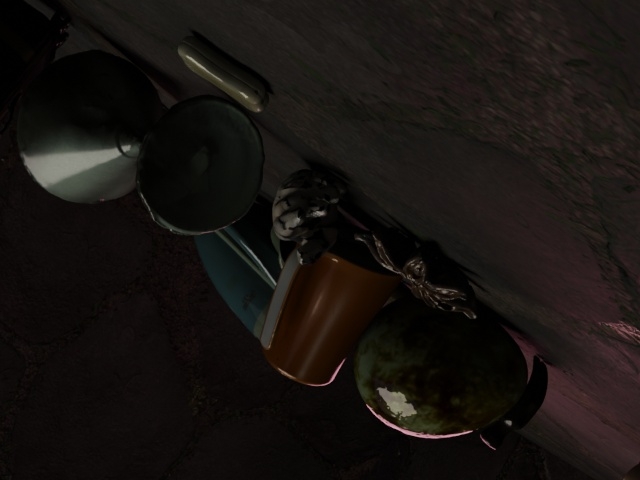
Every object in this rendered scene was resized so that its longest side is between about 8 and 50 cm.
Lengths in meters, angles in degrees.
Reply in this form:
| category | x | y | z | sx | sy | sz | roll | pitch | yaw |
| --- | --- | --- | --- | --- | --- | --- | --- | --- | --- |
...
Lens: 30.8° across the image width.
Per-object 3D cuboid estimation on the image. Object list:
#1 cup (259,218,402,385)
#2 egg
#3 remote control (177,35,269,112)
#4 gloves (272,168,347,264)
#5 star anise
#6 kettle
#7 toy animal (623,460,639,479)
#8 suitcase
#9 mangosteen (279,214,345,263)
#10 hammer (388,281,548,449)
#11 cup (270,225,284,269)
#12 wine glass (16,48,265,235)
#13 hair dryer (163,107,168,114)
| category | x | y | z | sx | sy | sz | roll | pitch | yaw |
| --- | --- | --- | --- | --- | --- | --- | --- | --- | --- |
| cup | 0.000 | 0.094 | 1.863 | 0.182 | 0.264 | 0.226 | 39 | -158 | 34 |
| egg | 0.197 | 0.210 | 1.920 | 0.289 | 0.238 | 0.238 | 11 | 167 | 17 |
| remote control | -0.116 | -0.201 | 1.403 | 0.122 | 0.032 | 0.074 | 36 | 175 | 8 |
| gloves | -0.022 | -0.039 | 1.682 | 0.111 | 0.127 | 0.212 | 26 | -175 | 16 |
| star anise | 0.156 | 0.043 | 1.692 | 0.208 | 0.063 | 0.172 | 41 | 169 | -16 |
| kettle | -0.148 | 0.024 | 2.562 | 0.342 | 0.247 | 0.319 | 45 | 169 | 19 |
| toy animal | 0.535 | 0.374 | 1.692 | 0.171 | 0.171 | 0.197 | 37 | 171 | -8 |
| suitcase | -0.625 | -0.268 | 1.887 | 0.283 | 0.434 | 0.194 | 36 | 160 | -6 |
| mangosteen | 0.000 | 0.000 | 2.015 | 0.137 | 0.137 | 0.151 | 35 | 140 | 6 |
| hammer | 0.243 | 0.195 | 2.104 | 0.044 | 0.168 | 0.440 | 45 | 178 | -40 |
| cup | -0.042 | 0.010 | 2.367 | 0.120 | 0.120 | 0.141 | 39 | -176 | -29 |
| wine glass | -0.273 | -0.150 | 1.799 | 0.267 | 0.267 | 0.406 | 40 | 168 | -35 |
| hair dryer | -0.311 | -0.237 | 2.182 | 0.220 | 0.053 | 0.195 | 39 | 173 | -35 |
